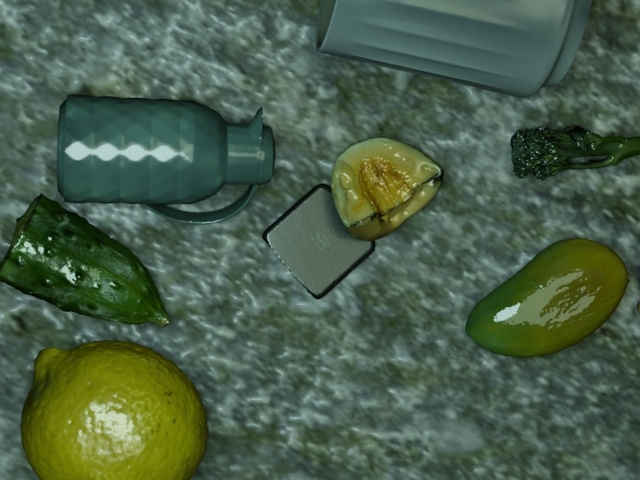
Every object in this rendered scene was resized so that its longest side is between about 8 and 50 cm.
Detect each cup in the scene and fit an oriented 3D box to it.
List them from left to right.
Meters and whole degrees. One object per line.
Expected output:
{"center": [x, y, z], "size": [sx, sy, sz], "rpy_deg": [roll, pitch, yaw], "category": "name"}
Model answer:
{"center": [0.179, -0.366, 1.755], "size": [0.326, 0.237, 0.323], "rpy_deg": [10, 61, -7], "category": "cup"}

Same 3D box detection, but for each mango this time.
{"center": [0.326, 0.091, 1.853], "size": [0.237, 0.091, 0.137], "rpy_deg": [-39, 92, 1], "category": "mango"}

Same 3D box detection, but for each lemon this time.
{"center": [-0.276, 0.243, 1.711], "size": [0.253, 0.228, 0.228], "rpy_deg": [28, 89, -5], "category": "lemon"}

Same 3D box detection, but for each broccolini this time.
{"center": [0.461, -0.152, 1.862], "size": [0.392, 0.074, 0.079], "rpy_deg": [-12, 101, -5], "category": "broccolini"}

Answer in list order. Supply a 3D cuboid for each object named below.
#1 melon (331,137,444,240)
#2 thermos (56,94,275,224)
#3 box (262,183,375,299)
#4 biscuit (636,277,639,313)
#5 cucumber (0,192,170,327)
{"center": [0.082, -0.076, 1.822], "size": [0.160, 0.079, 0.128], "rpy_deg": [-31, 75, -10], "category": "melon"}
{"center": [-0.206, -0.104, 1.749], "size": [0.286, 0.145, 0.182], "rpy_deg": [3, 125, -9], "category": "thermos"}
{"center": [0.000, 0.000, 1.836], "size": [0.125, 0.027, 0.126], "rpy_deg": [-41, 96, -6], "category": "box"}
{"center": [0.541, 0.009, 1.904], "size": [0.144, 0.033, 0.224], "rpy_deg": [9, 92, -10], "category": "biscuit"}
{"center": [-0.307, 0.048, 1.749], "size": [0.244, 0.134, 0.134], "rpy_deg": [31, 89, -12], "category": "cucumber"}
